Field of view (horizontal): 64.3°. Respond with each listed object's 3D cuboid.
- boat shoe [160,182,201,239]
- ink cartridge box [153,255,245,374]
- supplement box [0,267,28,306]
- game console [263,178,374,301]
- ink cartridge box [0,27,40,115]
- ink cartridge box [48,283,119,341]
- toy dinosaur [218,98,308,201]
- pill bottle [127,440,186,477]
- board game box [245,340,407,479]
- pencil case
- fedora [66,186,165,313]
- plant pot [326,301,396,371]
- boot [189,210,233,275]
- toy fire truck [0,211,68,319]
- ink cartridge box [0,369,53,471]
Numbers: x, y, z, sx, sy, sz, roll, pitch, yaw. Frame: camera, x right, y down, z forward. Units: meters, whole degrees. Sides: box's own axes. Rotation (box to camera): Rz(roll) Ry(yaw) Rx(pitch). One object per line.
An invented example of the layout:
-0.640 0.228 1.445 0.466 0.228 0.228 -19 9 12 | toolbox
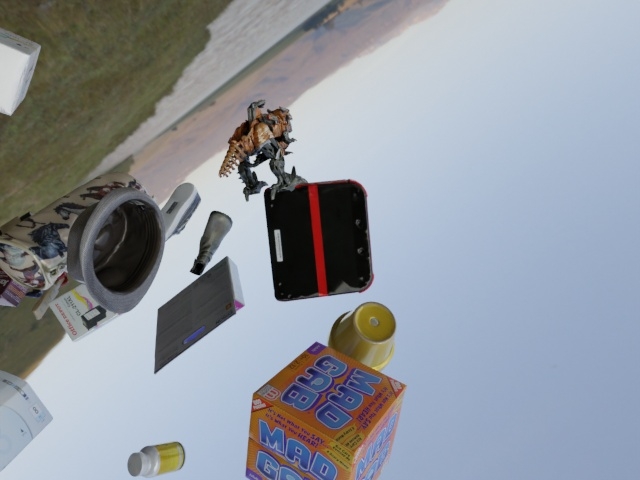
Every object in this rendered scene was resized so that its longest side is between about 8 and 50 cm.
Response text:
-0.521 -0.063 1.784 0.108 0.102 0.301 14 -119 25 | boat shoe
-0.393 0.244 1.645 0.324 0.071 0.330 -36 -146 8 | ink cartridge box
-1.029 0.119 1.703 0.104 0.081 0.188 4 -126 16 | supplement box
0.000 0.000 1.682 0.342 0.386 0.060 -6 -173 -3 | game console
-1.004 -0.537 1.558 0.197 0.198 0.270 -62 -150 15 | ink cartridge box
-0.625 0.179 1.395 0.175 0.127 0.072 -33 -178 -17 | ink cartridge box
-0.156 -0.220 1.241 0.164 0.218 0.322 12 -145 45 | toy dinosaur
-0.555 0.744 1.726 0.103 0.184 0.103 -8 -105 30 | pill bottle
0.016 0.615 1.640 0.357 0.356 0.356 21 -153 26 | board game box
-0.609 -0.034 1.301 0.410 0.184 0.160 -52 168 -50 | pencil case
-0.460 0.013 1.108 0.124 0.243 0.275 5 -115 21 | fedora
0.168 0.347 1.866 0.254 0.254 0.239 -52 170 -35 | plant pot
-0.370 0.019 1.708 0.246 0.083 0.161 128 -18 -54 | boot
-0.824 0.078 1.481 0.158 0.217 0.246 -36 -121 -12 | toy fire truck
-0.941 0.426 1.399 0.091 0.385 0.308 -30 -173 0 | ink cartridge box
